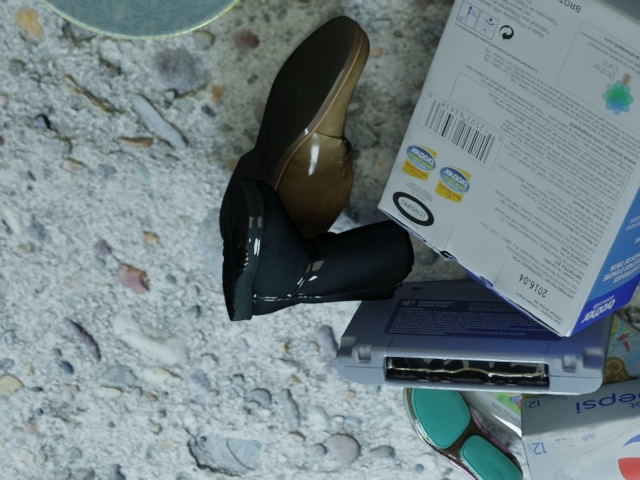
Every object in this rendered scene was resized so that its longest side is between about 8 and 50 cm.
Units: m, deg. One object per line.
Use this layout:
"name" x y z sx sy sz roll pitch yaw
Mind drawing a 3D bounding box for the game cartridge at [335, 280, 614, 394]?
"game cartridge" 0.182 0.105 1.608 0.294 0.196 0.060 2 117 16

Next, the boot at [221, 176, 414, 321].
"boot" 0.000 0.000 1.550 0.207 0.094 0.246 -10 149 -12

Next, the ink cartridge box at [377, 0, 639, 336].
"ink cartridge box" 0.232 -0.091 1.461 0.270 0.151 0.395 36 122 28

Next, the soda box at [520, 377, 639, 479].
"soda box" 0.387 0.225 1.686 0.286 0.098 0.091 -12 109 11

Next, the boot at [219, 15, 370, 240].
"boot" -0.004 -0.114 1.578 0.115 0.112 0.305 13 126 -25

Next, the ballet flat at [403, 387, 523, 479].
"ballet flat" 0.166 0.237 1.758 0.077 0.079 0.221 -47 111 -7

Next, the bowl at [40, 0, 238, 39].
"bowl" -0.176 -0.363 1.407 0.289 0.156 0.289 2 120 4

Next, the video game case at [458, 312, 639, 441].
"video game case" 0.303 0.169 1.738 0.193 0.023 0.212 35 116 -14
